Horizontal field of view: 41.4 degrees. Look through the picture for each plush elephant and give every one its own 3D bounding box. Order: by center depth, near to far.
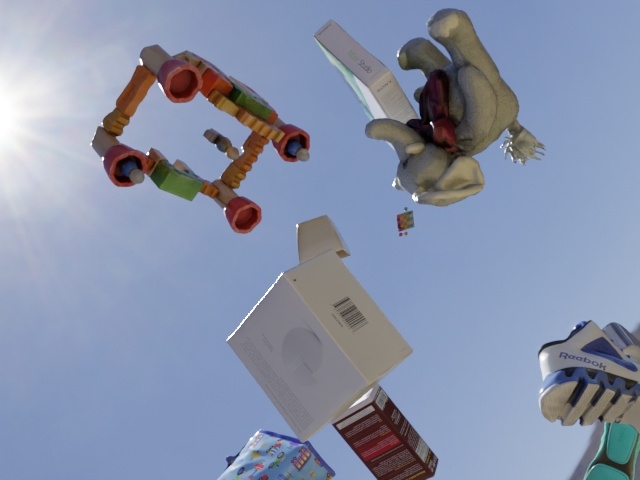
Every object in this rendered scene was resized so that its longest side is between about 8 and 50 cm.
[{"bbox_3d":[0.203,-0.189,1.481,0.255,0.330,0.272,-44,12,-7],"label":"plush elephant"}]

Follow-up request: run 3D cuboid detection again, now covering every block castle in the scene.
[{"bbox_3d":[-0.248,-0.210,1.888,0.453,0.213,0.303,24,-75,-50],"label":"block castle"}]

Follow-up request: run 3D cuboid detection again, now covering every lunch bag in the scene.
[{"bbox_3d":[-0.149,0.573,2.051,0.221,0.293,0.138,-49,-58,-24],"label":"lunch bag"}]

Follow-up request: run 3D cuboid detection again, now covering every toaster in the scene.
[{"bbox_3d":[0.610,0.276,1.730,0.185,0.168,0.110,-43,18,12],"label":"toaster"}]

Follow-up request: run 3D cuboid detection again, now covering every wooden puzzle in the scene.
[{"bbox_3d":[0.230,-0.052,2.299,0.006,0.049,0.083,27,-128,-50],"label":"wooden puzzle"}]

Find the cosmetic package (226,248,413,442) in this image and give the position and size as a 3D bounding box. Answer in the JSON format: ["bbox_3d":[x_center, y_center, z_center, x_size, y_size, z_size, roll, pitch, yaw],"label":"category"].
[{"bbox_3d":[-0.006,0.178,1.433,0.138,0.224,0.225,-25,-18,-47],"label":"cosmetic package"}]

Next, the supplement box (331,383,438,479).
[{"bbox_3d":[0.146,0.457,1.941,0.130,0.239,0.073,-35,7,27],"label":"supplement box"}]

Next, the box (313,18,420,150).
[{"bbox_3d":[0.125,-0.267,1.676,0.058,0.232,0.322,-39,-44,1],"label":"box"}]

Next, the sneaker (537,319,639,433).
[{"bbox_3d":[0.502,0.224,1.437,0.182,0.315,0.127,-92,21,-49],"label":"sneaker"}]

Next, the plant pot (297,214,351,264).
[{"bbox_3d":[0.000,0.000,1.979,0.109,0.096,0.109,-18,-12,8],"label":"plant pot"}]

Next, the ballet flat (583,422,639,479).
[{"bbox_3d":[0.554,0.404,1.578,0.087,0.083,0.247,-25,-49,-51],"label":"ballet flat"}]
